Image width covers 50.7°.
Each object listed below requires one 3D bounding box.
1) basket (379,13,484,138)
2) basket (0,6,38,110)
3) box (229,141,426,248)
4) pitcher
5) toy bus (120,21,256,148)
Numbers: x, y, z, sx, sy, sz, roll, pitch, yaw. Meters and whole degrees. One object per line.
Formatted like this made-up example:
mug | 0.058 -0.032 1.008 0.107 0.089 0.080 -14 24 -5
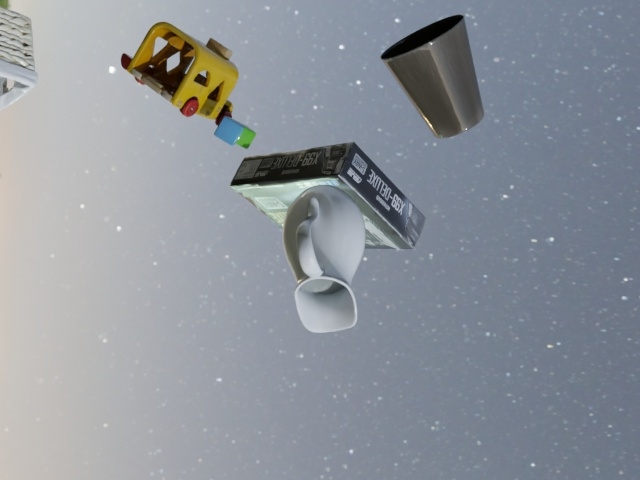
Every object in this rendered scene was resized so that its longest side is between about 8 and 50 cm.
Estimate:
basket | 0.275 -0.363 1.541 0.204 0.227 0.154 -27 -156 7
basket | -0.457 -0.244 0.845 0.113 0.167 0.103 -14 -105 39
box | 0.011 -0.076 1.303 0.307 0.242 0.077 1 -121 45
pitcher | 0.000 0.000 0.973 0.178 0.125 0.207 74 12 -46
toy bus | -0.168 -0.231 0.948 0.104 0.191 0.202 -56 -150 11
